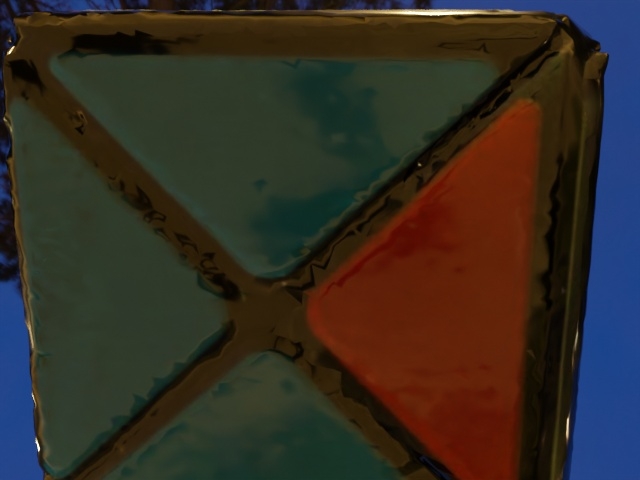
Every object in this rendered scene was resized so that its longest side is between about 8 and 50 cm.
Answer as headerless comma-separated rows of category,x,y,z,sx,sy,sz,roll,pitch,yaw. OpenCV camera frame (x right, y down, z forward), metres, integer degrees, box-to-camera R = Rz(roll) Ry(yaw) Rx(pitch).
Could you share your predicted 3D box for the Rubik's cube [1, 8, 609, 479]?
Rubik's cube,0.000,0.000,0.443,0.248,0.250,0.246,3,-75,6
